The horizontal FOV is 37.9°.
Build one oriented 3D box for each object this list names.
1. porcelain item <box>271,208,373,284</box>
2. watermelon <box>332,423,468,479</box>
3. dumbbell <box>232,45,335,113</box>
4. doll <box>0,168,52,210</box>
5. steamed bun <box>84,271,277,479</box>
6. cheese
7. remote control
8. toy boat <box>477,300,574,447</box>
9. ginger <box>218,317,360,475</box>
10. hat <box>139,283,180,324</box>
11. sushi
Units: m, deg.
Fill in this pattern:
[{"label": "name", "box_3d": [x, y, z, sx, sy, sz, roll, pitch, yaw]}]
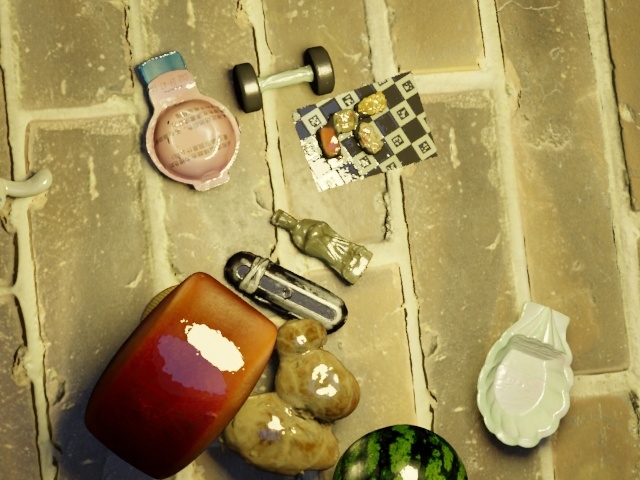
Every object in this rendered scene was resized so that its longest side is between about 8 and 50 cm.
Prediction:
[{"label": "porcelain item", "box_3d": [0.000, 0.000, 1.876, 0.216, 0.069, 0.081, 34, 84, -2]}, {"label": "watermelon", "box_3d": [0.157, 0.482, 1.769, 0.269, 0.269, 0.268, 1, 85, -11]}, {"label": "dumbbell", "box_3d": [-0.075, -0.323, 1.868, 0.191, 0.100, 0.100, -15, 88, -12]}, {"label": "doll", "box_3d": [-0.658, -0.087, 1.717, 0.252, 0.111, 0.237, 35, 84, -32]}, {"label": "steamed bun", "box_3d": [-0.259, 0.257, 1.654, 0.235, 0.248, 0.379, 39, 109, -4]}, {"label": "cheese", "box_3d": [-0.265, -0.235, 1.837, 0.189, 0.074, 0.285, -25, 87, -13]}, {"label": "remote control", "box_3d": [-0.065, 0.103, 1.848, 0.266, 0.066, 0.090, 28, 78, -8]}, {"label": "toy boat", "box_3d": [0.416, 0.275, 1.910, 0.199, 0.100, 0.290, 23, 82, -9]}, {"label": "ginger", "box_3d": [-0.042, 0.307, 1.788, 0.245, 0.155, 0.304, 30, 81, 0]}, {"label": "hat", "box_3d": [-0.252, 0.176, 1.799, 0.193, 0.082, 0.193, 1, 85, -12]}, {"label": "sushi", "box_3d": [0.096, -0.230, 1.921, 0.280, 0.043, 0.192, -18, 89, -12]}]
